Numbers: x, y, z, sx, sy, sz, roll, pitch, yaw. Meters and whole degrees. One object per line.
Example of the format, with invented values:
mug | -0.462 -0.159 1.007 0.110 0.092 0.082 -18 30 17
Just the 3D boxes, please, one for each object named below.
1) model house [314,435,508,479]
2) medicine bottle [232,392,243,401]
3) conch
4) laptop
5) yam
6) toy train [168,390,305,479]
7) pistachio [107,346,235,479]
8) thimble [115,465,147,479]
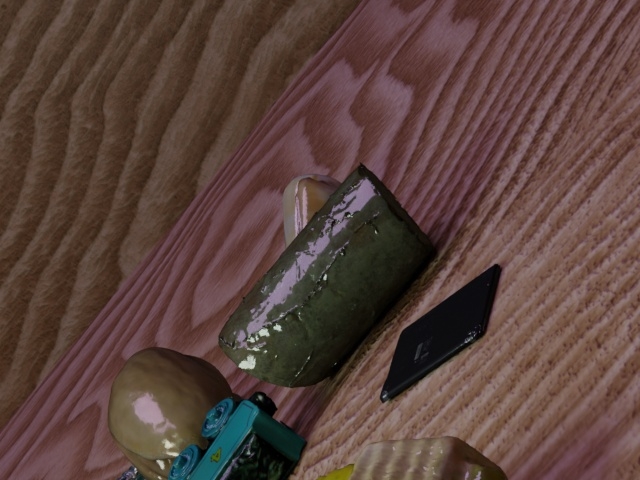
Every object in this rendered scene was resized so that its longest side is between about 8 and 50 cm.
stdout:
model house | 0.053 0.281 1.287 0.234 0.174 0.193 -43 16 42
medicine bottle | -0.149 0.267 2.225 0.083 0.047 0.047 -42 17 33
conch | 0.011 0.000 2.289 0.158 0.127 0.255 118 153 -56
laptop | 0.141 0.110 1.763 0.180 0.016 0.129 -39 20 39
yam | 0.012 0.057 1.995 0.304 0.168 0.168 -51 14 8
toy train | -0.112 0.293 1.943 0.198 0.107 0.154 -54 22 -7
pistachio | -0.212 0.252 2.143 0.181 0.162 0.293 -21 30 -15
thimble | -0.263 0.393 2.192 0.135 0.090 0.118 -50 16 0
